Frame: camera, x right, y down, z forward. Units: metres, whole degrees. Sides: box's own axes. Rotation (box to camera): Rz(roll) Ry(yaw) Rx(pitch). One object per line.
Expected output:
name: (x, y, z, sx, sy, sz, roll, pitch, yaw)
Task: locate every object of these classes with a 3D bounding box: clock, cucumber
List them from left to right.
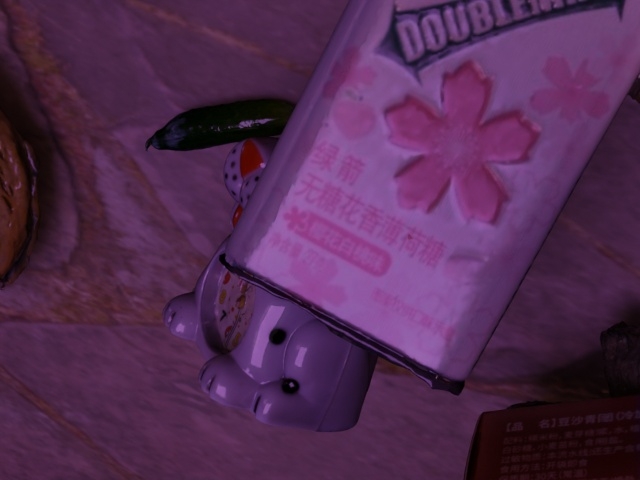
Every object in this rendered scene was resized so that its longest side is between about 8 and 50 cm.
cucumber: (-0.089, -0.097, 0.976, 0.155, 0.037, 0.037, -7, 110, 26)
clock: (-0.003, 0.002, 0.917, 0.189, 0.189, 0.254, 26, 115, 11)

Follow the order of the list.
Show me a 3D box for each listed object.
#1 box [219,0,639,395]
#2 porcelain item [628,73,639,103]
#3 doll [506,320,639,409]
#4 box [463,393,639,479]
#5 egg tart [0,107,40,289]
box: (0.095, -0.098, 0.756, 0.190, 0.112, 0.370, 30, 101, 5)
porcelain item: (0.165, -0.163, 0.821, 0.213, 0.054, 0.084, 35, 124, 7)
doll: (0.273, 0.189, 0.924, 0.202, 0.091, 0.286, -4, 113, 37)
box: (0.338, 0.270, 0.845, 0.385, 0.122, 0.345, -10, 122, 22)
egg tart: (-0.379, -0.069, 1.089, 0.278, 0.095, 0.279, 9, 121, 16)
